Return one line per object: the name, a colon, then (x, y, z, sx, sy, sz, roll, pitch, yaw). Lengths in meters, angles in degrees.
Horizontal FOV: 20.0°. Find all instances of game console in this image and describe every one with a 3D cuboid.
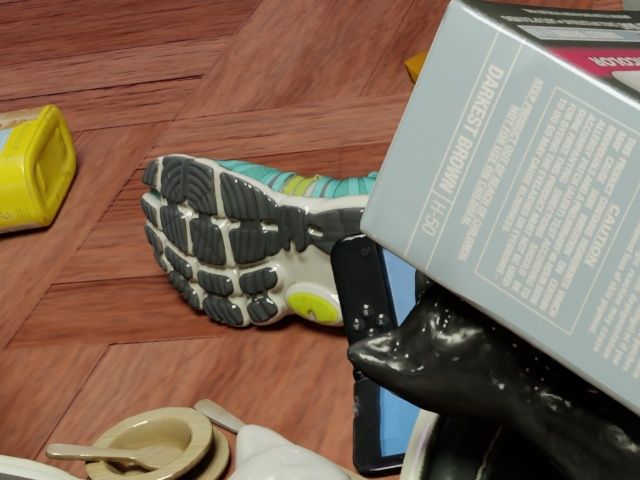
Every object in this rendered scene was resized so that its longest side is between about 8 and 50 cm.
game console: (0.080, 0.050, 1.002, 0.144, 0.124, 0.085, -11, 6, 10)

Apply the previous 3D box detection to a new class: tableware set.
tableware set: (-0.065, 0.131, 0.986, 0.128, 0.039, 0.194, -32, 31, -27)

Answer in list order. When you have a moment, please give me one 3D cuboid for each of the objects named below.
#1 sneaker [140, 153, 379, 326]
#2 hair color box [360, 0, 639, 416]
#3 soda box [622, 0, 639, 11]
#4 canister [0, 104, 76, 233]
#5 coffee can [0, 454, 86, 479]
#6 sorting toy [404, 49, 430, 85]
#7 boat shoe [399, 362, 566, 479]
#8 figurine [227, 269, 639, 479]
sneaker: (0.000, 0.000, 1.159, 0.275, 0.107, 0.110, 13, 23, 34)
hair color box: (0.220, 0.033, 0.715, 0.374, 0.114, 0.185, 35, 24, 29)
soda box: (0.352, -0.190, 1.291, 0.286, 0.091, 0.098, 13, 41, 44)
canister: (-0.285, -0.046, 1.406, 0.170, 0.073, 0.126, -9, 29, 12)
coffee can: (-0.119, 0.211, 0.549, 0.201, 0.202, 0.275, -18, 19, -2)
sorting toy: (0.181, -0.093, 1.273, 0.229, 0.041, 0.307, -25, 28, -6)
boat shoe: (0.164, 0.069, 0.879, 0.113, 0.127, 0.340, -8, 17, 42)
figurine: (0.068, 0.114, 0.717, 0.209, 0.092, 0.215, 36, 47, 18)
